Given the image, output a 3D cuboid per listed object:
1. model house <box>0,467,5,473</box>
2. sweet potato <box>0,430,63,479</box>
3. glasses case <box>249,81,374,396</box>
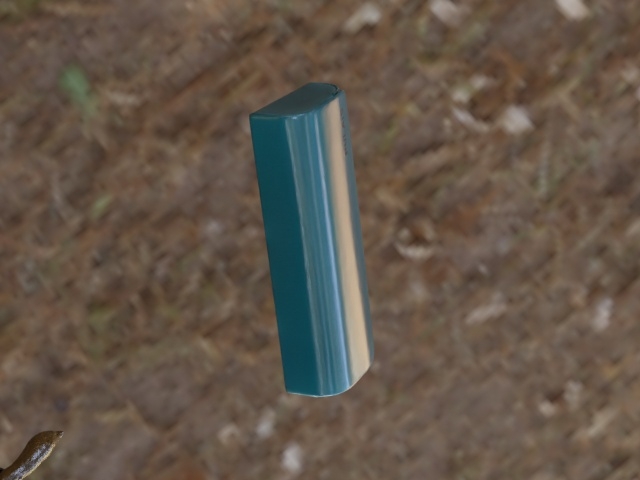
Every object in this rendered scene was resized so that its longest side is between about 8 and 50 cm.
[{"bbox_3d":[-0.349,0.308,1.785,0.261,0.241,0.226,1,170,-39],"label":"model house"},{"bbox_3d":[-0.281,0.210,1.865,0.115,0.026,0.026,-45,155,-47],"label":"sweet potato"},{"bbox_3d":[0.001,-0.001,1.974,0.117,0.070,0.301,-35,123,-52],"label":"glasses case"}]
